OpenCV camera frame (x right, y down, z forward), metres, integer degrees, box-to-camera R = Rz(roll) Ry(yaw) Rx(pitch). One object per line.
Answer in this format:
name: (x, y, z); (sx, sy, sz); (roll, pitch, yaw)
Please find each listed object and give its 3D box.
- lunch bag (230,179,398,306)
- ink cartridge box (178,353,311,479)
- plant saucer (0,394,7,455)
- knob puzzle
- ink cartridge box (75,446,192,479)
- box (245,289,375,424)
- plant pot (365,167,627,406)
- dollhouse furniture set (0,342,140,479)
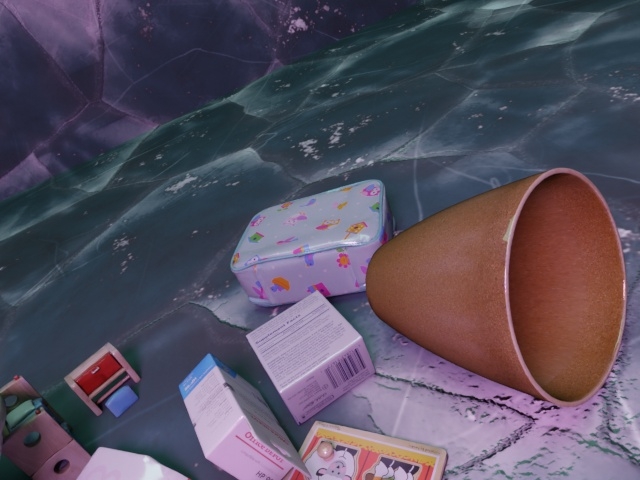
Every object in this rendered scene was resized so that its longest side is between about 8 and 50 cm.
lunch bag: (0.000, 0.000, 0.886); (0.279, 0.108, 0.224); (-12, 30, 17)
ink cartridge box: (-0.094, 0.221, 0.596); (0.060, 0.104, 0.180); (-45, 30, -7)
plant saucer: (-0.483, 0.342, 0.525); (0.400, 0.101, 0.400); (-28, 22, 13)
knob puzzle: (0.021, 0.280, 0.523); (0.213, 0.030, 0.213); (-17, 32, 11)
ink cartridge box: (-0.216, 0.342, 0.566); (0.232, 0.066, 0.189); (-8, 35, 31)
box: (-0.016, 0.154, 0.697); (0.126, 0.072, 0.137); (-31, 33, -12)
plant pot: (0.179, 0.052, 0.607); (0.254, 0.237, 0.237); (-5, 33, 52)
dollhouse furniture set: (-0.358, 0.238, 0.741); (0.129, 0.129, 0.183); (15, 48, 45)
